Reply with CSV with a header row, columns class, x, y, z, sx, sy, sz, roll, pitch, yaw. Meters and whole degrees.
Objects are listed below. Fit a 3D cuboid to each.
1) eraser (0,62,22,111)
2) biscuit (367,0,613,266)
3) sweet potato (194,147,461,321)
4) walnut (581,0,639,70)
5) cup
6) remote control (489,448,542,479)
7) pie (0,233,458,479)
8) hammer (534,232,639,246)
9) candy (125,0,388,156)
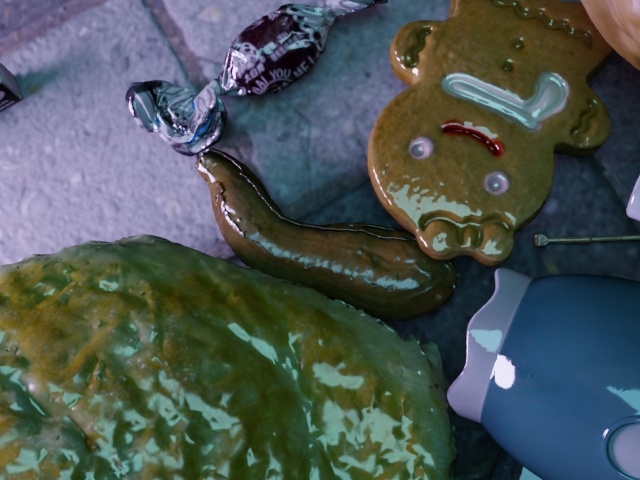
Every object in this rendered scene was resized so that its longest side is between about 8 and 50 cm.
class,x,y,z,sx,sy,sz,roll,pitch,yaw
eraser,-0.308,-0.105,0.996,0.122,0.052,0.029,-28,78,1
biscuit,0.126,-0.098,0.938,0.184,0.035,0.249,27,71,10
sweet potato,-0.004,0.004,0.950,0.233,0.062,0.081,24,65,11
walnut,0.334,-0.224,0.832,0.344,0.306,0.306,5,82,0
cup,0.184,0.097,0.824,0.173,0.167,0.299,20,109,15
remote control,0.167,0.222,0.907,0.107,0.044,0.377,21,84,3
pie,-0.125,0.184,0.878,0.395,0.180,0.418,33,77,8
hammer,0.229,-0.001,0.953,0.123,0.014,0.029,-2,72,8
candy,-0.051,-0.153,0.982,0.226,0.051,0.094,-32,77,0
